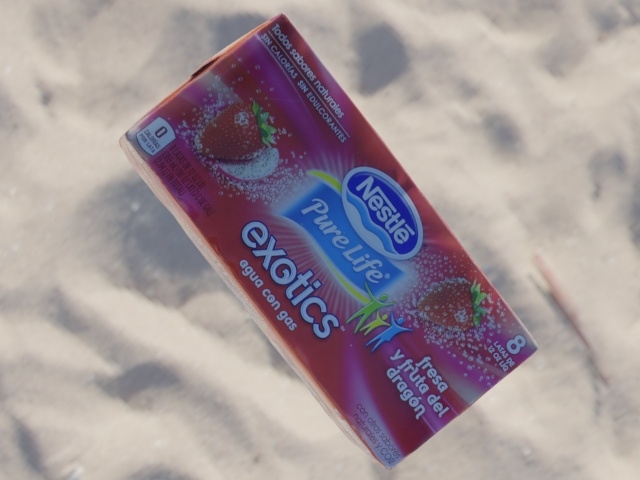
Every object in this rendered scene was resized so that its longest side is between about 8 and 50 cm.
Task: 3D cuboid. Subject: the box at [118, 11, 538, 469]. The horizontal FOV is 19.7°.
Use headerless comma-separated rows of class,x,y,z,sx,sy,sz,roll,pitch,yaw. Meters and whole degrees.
box,0.000,0.000,1.125,0.123,0.128,0.257,-38,96,-6
